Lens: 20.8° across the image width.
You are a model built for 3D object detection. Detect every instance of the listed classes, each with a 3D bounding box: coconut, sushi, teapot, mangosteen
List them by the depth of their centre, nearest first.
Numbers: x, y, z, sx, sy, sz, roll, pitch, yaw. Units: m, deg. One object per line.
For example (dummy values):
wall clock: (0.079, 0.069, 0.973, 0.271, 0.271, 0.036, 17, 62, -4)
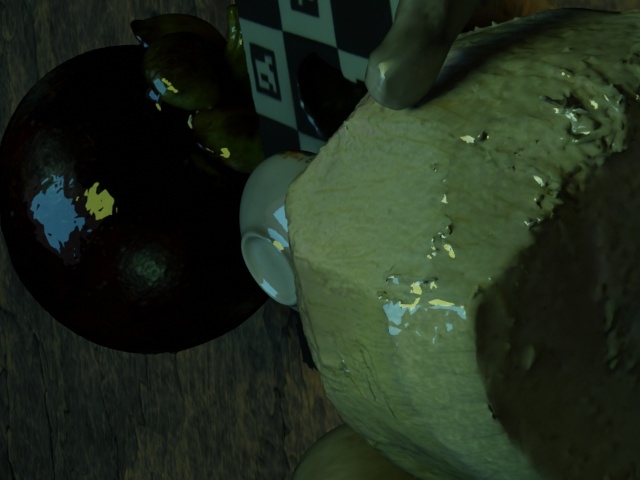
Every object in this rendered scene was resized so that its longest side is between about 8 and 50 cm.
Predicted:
coconut: (0.125, 0.015, 0.997, 0.254, 0.297, 0.297, -156, 63, -62)
teapot: (0.000, 0.000, 1.340, 0.226, 0.092, 0.145, 4, 126, 57)
sushi: (0.068, -0.044, 1.393, 0.296, 0.100, 0.373, 23, 128, 57)
mangosteen: (-0.149, -0.049, 1.645, 0.330, 0.330, 0.330, 174, 90, -67)

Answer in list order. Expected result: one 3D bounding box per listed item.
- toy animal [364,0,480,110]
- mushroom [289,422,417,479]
toy animal: (0.066, -0.261, 0.981, 0.303, 0.344, 0.194, 48, 167, 48)
mushroom: (0.022, 0.306, 1.254, 0.362, 0.294, 0.362, -2, -90, -82)
